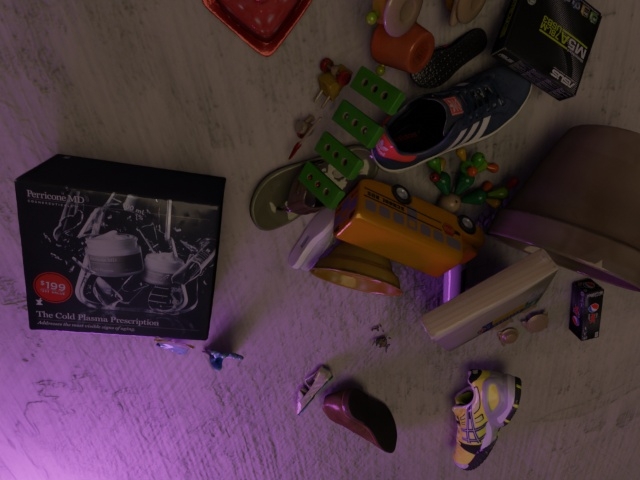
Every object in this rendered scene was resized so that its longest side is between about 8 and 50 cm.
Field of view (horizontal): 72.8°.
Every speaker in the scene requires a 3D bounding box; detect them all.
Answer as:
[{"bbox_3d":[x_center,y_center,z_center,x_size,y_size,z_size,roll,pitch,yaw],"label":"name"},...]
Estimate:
[{"bbox_3d":[0.339,0.100,1.099,0.055,0.055,0.136,-8,116,-4],"label":"speaker"}]

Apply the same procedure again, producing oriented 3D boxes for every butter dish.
[{"bbox_3d":[-0.103,-0.424,0.743,0.160,0.118,0.160,35,106,-23],"label":"butter dish"}]

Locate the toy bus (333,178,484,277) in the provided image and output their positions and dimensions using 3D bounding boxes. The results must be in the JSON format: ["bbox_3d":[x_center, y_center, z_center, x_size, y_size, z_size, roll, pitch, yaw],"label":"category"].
[{"bbox_3d":[0.199,-0.019,0.943,0.333,0.130,0.108,22,141,-19],"label":"toy bus"}]

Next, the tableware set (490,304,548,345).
[{"bbox_3d":[0.549,0.224,1.210,0.169,0.020,0.141,-30,114,8],"label":"tableware set"}]

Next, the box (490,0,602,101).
[{"bbox_3d":[0.439,-0.397,0.838,0.191,0.045,0.184,24,82,-18],"label":"box"}]

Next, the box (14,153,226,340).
[{"bbox_3d":[-0.384,0.018,0.884,0.344,0.179,0.312,6,113,-11],"label":"box"}]

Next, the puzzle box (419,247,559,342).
[{"bbox_3d":[0.383,0.160,1.001,0.272,0.052,0.409,-32,155,8],"label":"puzzle box"}]

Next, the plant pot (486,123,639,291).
[{"bbox_3d":[0.568,-0.081,0.931,0.324,0.323,0.280,20,95,-17],"label":"plant pot"}]

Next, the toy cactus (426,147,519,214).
[{"bbox_3d":[0.322,-0.111,0.977,0.219,0.112,0.180,14,123,-24],"label":"toy cactus"}]

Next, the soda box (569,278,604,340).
[{"bbox_3d":[0.733,0.192,1.198,0.053,0.060,0.168,-13,118,-1],"label":"soda box"}]

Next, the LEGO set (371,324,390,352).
[{"bbox_3d":[0.163,0.264,1.175,0.054,0.023,0.083,-6,103,-8],"label":"LEGO set"}]

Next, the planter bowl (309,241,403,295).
[{"bbox_3d":[0.090,0.055,0.995,0.217,0.217,0.090,18,75,-16],"label":"planter bowl"}]

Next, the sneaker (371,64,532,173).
[{"bbox_3d":[0.263,-0.248,0.839,0.350,0.148,0.131,-32,80,1],"label":"sneaker"}]

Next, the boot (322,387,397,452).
[{"bbox_3d":[0.122,0.524,1.268,0.115,0.112,0.305,-18,126,35],"label":"boot"}]

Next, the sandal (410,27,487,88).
[{"bbox_3d":[0.254,-0.364,0.874,0.179,0.040,0.067,-33,122,-8],"label":"sandal"}]

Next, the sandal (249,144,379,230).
[{"bbox_3d":[-0.016,-0.115,0.923,0.303,0.086,0.120,-26,116,5],"label":"sandal"}]

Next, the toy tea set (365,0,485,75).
[{"bbox_3d":[0.196,-0.458,0.778,0.336,0.124,0.200,-44,150,-6],"label":"toy tea set"}]

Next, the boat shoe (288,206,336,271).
[{"bbox_3d":[0.000,0.000,0.998,0.063,0.066,0.184,23,109,-33],"label":"boat shoe"}]

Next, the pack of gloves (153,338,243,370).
[{"bbox_3d":[-0.288,0.272,1.007,0.195,0.232,0.046,14,71,-16],"label":"pack of gloves"}]

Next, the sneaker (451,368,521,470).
[{"bbox_3d":[0.463,0.528,1.303,0.147,0.145,0.384,21,118,16],"label":"sneaker"}]

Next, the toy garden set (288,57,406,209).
[{"bbox_3d":[0.033,-0.215,0.842,0.049,0.204,0.244,4,126,-50],"label":"toy garden set"}]

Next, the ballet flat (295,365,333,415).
[{"bbox_3d":[-0.030,0.414,1.208,0.052,0.057,0.168,39,103,6],"label":"ballet flat"}]
